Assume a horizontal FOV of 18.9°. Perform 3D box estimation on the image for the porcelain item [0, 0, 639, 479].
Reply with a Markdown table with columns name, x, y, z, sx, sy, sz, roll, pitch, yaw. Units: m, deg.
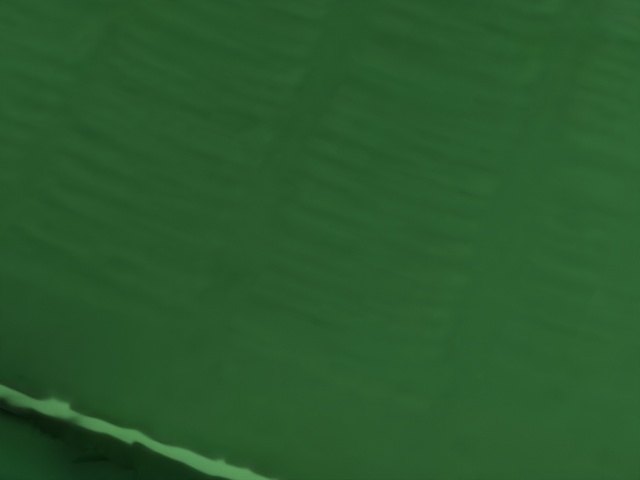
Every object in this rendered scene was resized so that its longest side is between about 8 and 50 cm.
| name | x | y | z | sx | sy | sz | roll | pitch | yaw |
| --- | --- | --- | --- | --- | --- | --- | --- | --- | --- |
| porcelain item | 0.000 | 0.000 | 0.480 | 0.281 | 0.157 | 0.286 | 16 | 48 | 7 |
